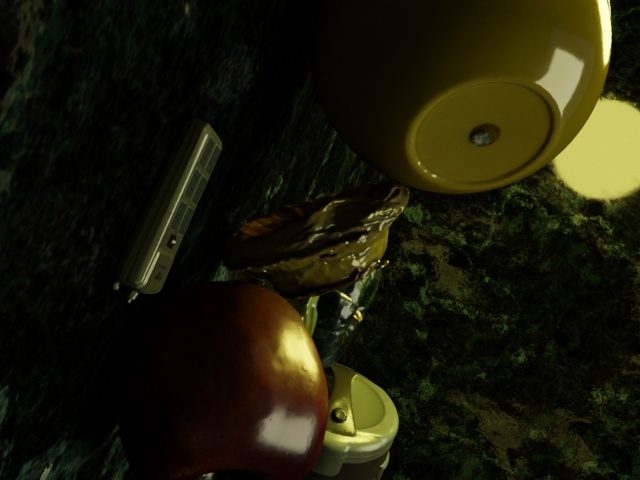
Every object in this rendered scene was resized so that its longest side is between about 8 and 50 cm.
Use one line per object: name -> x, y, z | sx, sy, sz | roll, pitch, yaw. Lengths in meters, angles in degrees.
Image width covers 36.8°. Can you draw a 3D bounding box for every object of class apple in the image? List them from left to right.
apple -> -0.097, 0.161, 0.971 | 0.234, 0.234, 0.234 | 23, 90, -83

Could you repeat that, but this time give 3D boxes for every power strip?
power strip -> -0.131, -0.021, 0.835 | 0.076, 0.028, 0.168 | 62, 52, -82

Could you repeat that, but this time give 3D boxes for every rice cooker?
rice cooker -> 0.003, 0.450, 2.199 | 0.335, 0.335, 0.325 | -52, 163, -65

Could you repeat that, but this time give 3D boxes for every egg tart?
egg tart -> 0.000, 0.000, 1.135 | 0.241, 0.241, 0.105 | -47, 119, -71

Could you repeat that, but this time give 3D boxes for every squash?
squash -> 0.000, 0.101, 1.663 | 0.252, 0.165, 0.252 | 25, 90, -85

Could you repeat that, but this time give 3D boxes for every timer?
timer -> 0.151, -0.251, 1.120 | 0.376, 0.376, 0.387 | 105, -14, -49

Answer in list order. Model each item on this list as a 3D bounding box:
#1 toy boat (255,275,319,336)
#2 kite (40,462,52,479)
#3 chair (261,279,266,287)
toy boat -> -0.069, 0.141, 1.493 | 0.084, 0.111, 0.276 | -49, 163, -52
kite -> -0.266, 0.263, 0.823 | 0.137, 0.005, 0.152 | 8, 104, -84
chair -> -0.138, 0.165, 1.172 | 0.213, 0.149, 0.174 | -26, -175, 11
